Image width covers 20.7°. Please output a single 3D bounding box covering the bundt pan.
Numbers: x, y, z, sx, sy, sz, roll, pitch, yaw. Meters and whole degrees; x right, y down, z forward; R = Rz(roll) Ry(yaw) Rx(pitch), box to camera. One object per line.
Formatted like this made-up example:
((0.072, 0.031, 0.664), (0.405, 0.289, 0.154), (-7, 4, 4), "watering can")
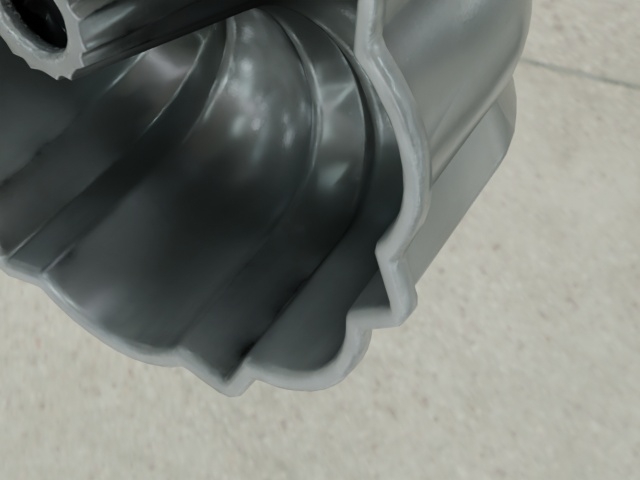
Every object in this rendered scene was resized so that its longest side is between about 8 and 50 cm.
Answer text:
((-0.062, -0.110, 0.620), (0.124, 0.331, 0.331), (-43, 114, -33), "bundt pan")
